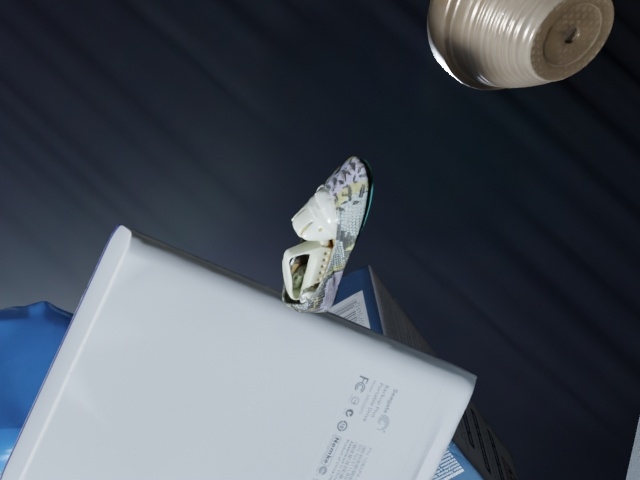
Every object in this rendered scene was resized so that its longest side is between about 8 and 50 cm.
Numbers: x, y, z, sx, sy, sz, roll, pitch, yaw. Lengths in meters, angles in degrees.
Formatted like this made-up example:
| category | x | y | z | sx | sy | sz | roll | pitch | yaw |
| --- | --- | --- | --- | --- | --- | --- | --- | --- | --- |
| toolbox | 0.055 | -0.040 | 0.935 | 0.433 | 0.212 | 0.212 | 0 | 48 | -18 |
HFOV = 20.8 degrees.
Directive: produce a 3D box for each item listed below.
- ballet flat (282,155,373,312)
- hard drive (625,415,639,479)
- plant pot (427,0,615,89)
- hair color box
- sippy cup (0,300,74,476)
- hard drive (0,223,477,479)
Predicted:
| category | x | y | z | sx | sy | sz | roll | pitch | yaw |
| --- | --- | --- | --- | --- | --- | --- | --- | --- | --- |
| ballet flat | 0.000 | 0.000 | 1.017 | 0.041 | 0.041 | 0.114 | -48 | 161 | -48 |
| hard drive | 0.292 | 0.120 | 1.346 | 0.203 | 0.040 | 0.307 | -67 | 173 | 24 |
| plant pot | 0.243 | -0.250 | 1.901 | 0.237 | 0.110 | 0.237 | -24 | 139 | -23 |
| hair color box | 0.108 | 0.211 | 1.943 | 0.105 | 0.347 | 0.174 | -29 | -148 | 13 |
| sippy cup | -0.248 | 0.181 | 1.606 | 0.305 | 0.240 | 0.224 | -49 | 147 | -21 |
| hard drive | -0.054 | 0.142 | 1.304 | 0.040 | 0.319 | 0.210 | 27 | -87 | 61 |
